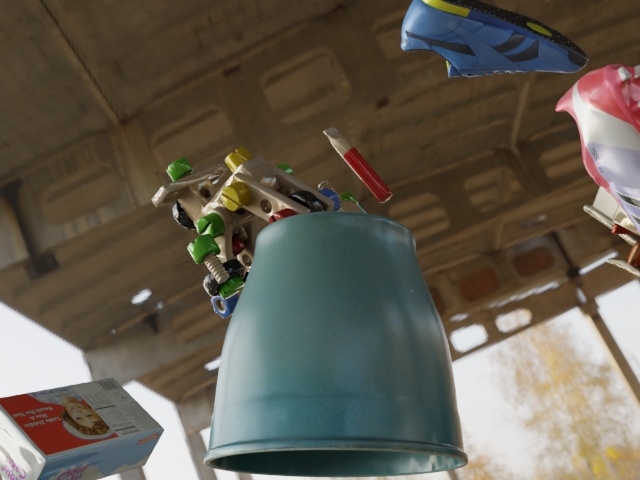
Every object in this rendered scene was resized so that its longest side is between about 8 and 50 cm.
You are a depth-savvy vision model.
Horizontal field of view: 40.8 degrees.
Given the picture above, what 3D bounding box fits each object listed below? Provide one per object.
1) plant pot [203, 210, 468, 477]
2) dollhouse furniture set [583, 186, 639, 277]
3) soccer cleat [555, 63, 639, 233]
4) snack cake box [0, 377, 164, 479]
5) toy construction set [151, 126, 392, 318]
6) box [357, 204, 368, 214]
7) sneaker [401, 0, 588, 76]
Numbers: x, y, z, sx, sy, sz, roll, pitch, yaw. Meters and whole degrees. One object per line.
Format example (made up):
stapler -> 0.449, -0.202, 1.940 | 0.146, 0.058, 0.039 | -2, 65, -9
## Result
plant pot -> 0.015, 0.115, 0.934 | 0.272, 0.255, 0.271 | 0, -21, 0
dollhouse furniture set -> 0.567, -0.055, 1.402 | 0.259, 0.135, 0.262 | -1, -65, -37
soccer cleat -> 0.322, -0.059, 0.865 | 0.083, 0.248, 0.095 | -14, -12, -41
snack cake box -> -0.407, 0.320, 1.415 | 0.264, 0.152, 0.089 | 1, -58, -58
toy construction set -> -0.089, -0.069, 1.225 | 0.309, 0.237, 0.257 | -32, -15, -19
box -> 0.000, 0.000, 1.525 | 0.100, 0.060, 0.244 | -51, 11, -19
sneaker -> 0.189, -0.213, 0.950 | 0.209, 0.069, 0.082 | 15, -61, -11
